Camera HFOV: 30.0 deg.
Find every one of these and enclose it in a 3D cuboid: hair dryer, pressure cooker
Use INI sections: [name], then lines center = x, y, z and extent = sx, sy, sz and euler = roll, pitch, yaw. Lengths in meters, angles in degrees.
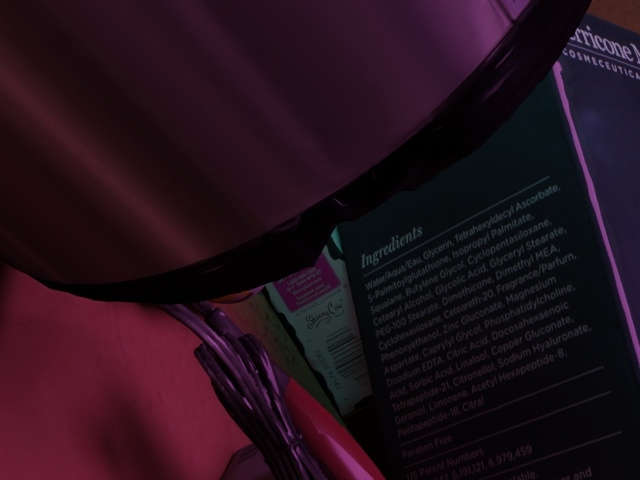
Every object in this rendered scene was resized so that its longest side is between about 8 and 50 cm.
[hair dryer]
center = 0.038, 0.135, 0.588
extent = 0.293, 0.080, 0.224
euler = 41, 23, -46
[pressure cooker]
center = -0.114, -0.226, 0.463
extent = 0.420, 0.375, 0.370
euler = 47, 24, -39

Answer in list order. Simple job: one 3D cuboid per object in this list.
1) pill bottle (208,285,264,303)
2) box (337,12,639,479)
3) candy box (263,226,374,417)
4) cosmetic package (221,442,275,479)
[pill bottle]
center = -0.077, 0.004, 0.712
extent = 0.065, 0.065, 0.116
euler = 64, 17, 14
[box]
center = 0.202, 0.071, 0.842
extent = 0.293, 0.212, 0.396
euler = 7, 62, -43
[candy box]
center = 0.000, 0.000, 0.930
extent = 0.233, 0.071, 0.159
euler = 57, 17, -5
[cosmetic package]
center = -0.021, 0.180, 0.586
extent = 0.099, 0.060, 0.239
euler = 58, 17, -8
